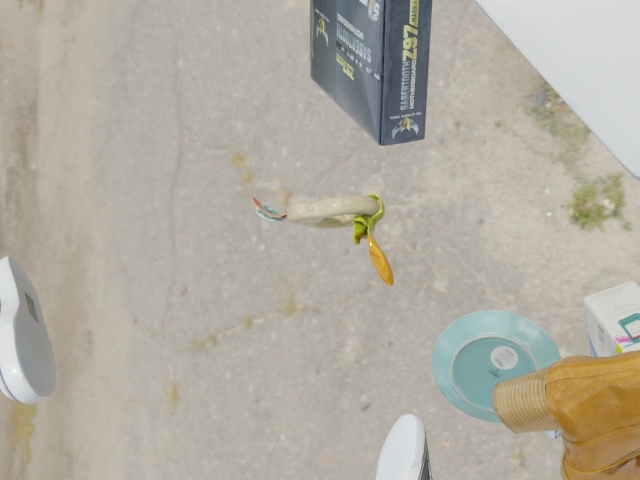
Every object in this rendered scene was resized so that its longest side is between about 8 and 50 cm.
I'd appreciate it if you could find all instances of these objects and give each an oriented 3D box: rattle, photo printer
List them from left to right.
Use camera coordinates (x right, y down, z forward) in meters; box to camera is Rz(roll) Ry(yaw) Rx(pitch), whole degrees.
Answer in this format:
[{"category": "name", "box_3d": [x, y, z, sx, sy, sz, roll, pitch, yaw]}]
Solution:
[{"category": "rattle", "box_3d": [0.000, 0.000, 1.438, 0.130, 0.199, 0.143, -165, 72, -70]}, {"category": "photo printer", "box_3d": [0.315, -0.234, 0.803, 0.256, 0.107, 0.307, 47, 120, -4]}]

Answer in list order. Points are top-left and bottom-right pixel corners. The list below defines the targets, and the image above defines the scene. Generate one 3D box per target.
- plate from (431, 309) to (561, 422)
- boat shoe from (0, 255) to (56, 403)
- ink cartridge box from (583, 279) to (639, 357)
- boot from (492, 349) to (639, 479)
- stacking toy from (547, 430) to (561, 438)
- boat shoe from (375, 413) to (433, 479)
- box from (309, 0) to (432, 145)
[{"category": "plate", "box_3d": [0.251, 0.187, 1.372, 0.188, 0.024, 0.188, 6, 114, 14]}, {"category": "boat shoe", "box_3d": [-0.368, 0.114, 1.104, 0.095, 0.084, 0.258, 62, 176, -31]}, {"category": "ink cartridge box", "box_3d": [0.424, 0.174, 1.224, 0.231, 0.078, 0.134, -109, 1, -57]}, {"category": "boot", "box_3d": [0.350, 0.208, 1.040, 0.211, 0.295, 0.104, -18, 49, 42]}, {"category": "stacking toy", "box_3d": [0.465, 0.417, 1.645, 0.167, 0.052, 0.221, 9, 95, 49]}, {"category": "boat shoe", "box_3d": [0.165, 0.470, 1.723, 0.108, 0.102, 0.301, -25, 52, 55]}, {"category": "box", "box_3d": [0.050, -0.234, 1.075, 0.233, 0.059, 0.183, -125, 29, -54]}]
